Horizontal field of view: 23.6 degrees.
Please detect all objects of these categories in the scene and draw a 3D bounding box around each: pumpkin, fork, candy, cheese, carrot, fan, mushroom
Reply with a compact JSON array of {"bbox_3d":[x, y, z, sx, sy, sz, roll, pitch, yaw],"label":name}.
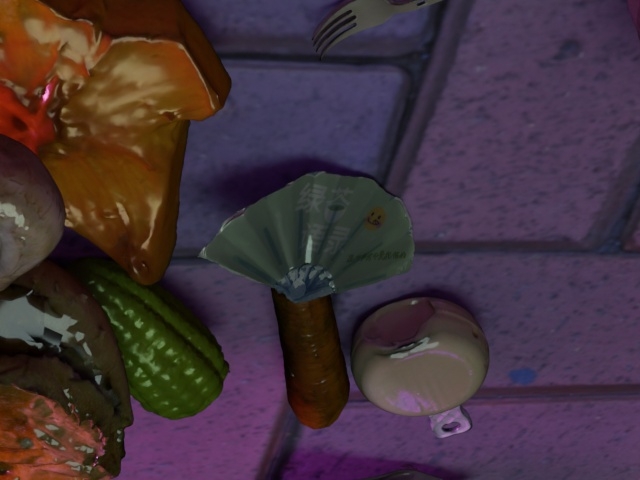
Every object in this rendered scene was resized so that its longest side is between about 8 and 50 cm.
[{"bbox_3d":[-0.201,-0.101,1.139,0.258,0.095,0.290,11,136,-15],"label":"pumpkin"},{"bbox_3d":[0.095,-0.193,1.169,0.219,0.028,0.034,-21,134,4],"label":"fork"},{"bbox_3d":[-0.165,0.081,1.381,0.097,0.096,0.209,-24,136,14],"label":"candy"},{"bbox_3d":[0.111,0.141,1.549,0.137,0.064,0.227,-16,140,10],"label":"cheese"},{"bbox_3d":[-0.012,0.073,1.438,0.066,0.066,0.314,-10,139,-3],"label":"carrot"},{"bbox_3d":[0.000,0.000,1.337,0.240,0.009,0.131,4,115,-39],"label":"fan"},{"bbox_3d":[-0.253,-0.019,1.079,0.148,0.112,0.148,11,139,10],"label":"mushroom"}]

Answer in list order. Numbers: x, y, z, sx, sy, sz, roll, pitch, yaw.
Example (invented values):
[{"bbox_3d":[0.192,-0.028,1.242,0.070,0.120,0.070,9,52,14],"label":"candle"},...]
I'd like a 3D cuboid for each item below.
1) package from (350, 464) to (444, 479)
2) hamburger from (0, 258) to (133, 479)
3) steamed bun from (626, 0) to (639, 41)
[{"bbox_3d":[0.027,0.329,1.758,0.251,0.062,0.204,11,137,-31],"label":"package"},{"bbox_3d":[-0.288,0.104,1.307,0.265,0.134,0.285,6,149,1],"label":"hamburger"},{"bbox_3d":[0.340,-0.180,1.075,0.236,0.247,0.383,3,146,-2],"label":"steamed bun"}]
